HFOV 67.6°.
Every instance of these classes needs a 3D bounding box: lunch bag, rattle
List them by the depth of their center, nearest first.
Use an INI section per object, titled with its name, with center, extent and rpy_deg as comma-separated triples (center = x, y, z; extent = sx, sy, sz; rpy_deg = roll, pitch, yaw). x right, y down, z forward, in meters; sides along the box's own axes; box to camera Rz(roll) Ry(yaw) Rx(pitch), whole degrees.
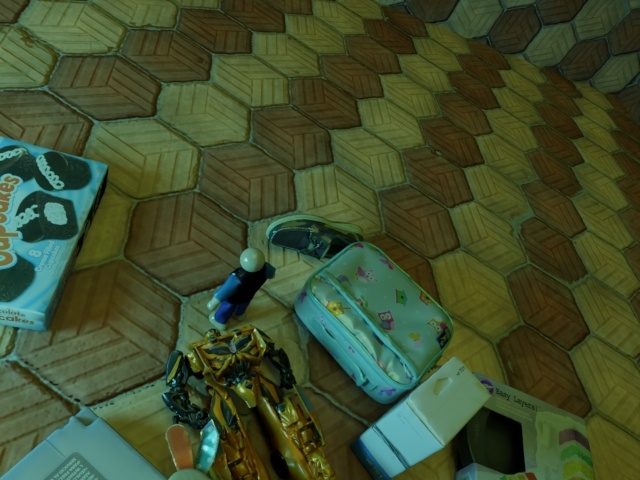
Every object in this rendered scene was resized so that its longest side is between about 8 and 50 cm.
[rattle]
center = -0.148, 0.348, 0.586
extent = 0.130, 0.142, 0.200
rpy_deg = -23, 48, -30
[lunch bag]
center = 0.101, 0.148, 0.887
extent = 0.279, 0.108, 0.224
rpy_deg = 45, 46, 13

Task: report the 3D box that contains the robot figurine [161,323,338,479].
[robot figurine]
center = -0.103, 0.249, 0.706
extent = 0.211, 0.085, 0.291
rpy_deg = -13, 60, -37

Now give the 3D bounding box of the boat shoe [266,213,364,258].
[boat shoe]
center = 0.000, 0.001, 0.981
extent = 0.224, 0.080, 0.073
rpy_deg = 5, 45, -30

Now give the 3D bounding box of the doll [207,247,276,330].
[doll]
center = -0.129, 0.079, 0.765
extent = 0.129, 0.189, 0.046
rpy_deg = -25, 67, -41

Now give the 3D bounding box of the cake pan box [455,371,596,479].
[cake pan box]
center = 0.359, 0.391, 0.846
extent = 0.267, 0.070, 0.245
rpy_deg = 25, 43, -6

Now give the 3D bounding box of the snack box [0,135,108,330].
[snack box]
center = -0.479, -0.023, 0.758
extent = 0.187, 0.060, 0.321
rpy_deg = 14, 47, -17

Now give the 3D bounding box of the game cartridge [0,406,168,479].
[game cartridge]
center = -0.313, 0.358, 0.523
extent = 0.198, 0.062, 0.297
rpy_deg = 42, 45, 4

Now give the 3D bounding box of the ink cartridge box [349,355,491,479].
[ink cartridge box]
center = 0.150, 0.280, 0.739
extent = 0.140, 0.190, 0.082
rpy_deg = -23, 66, -39
